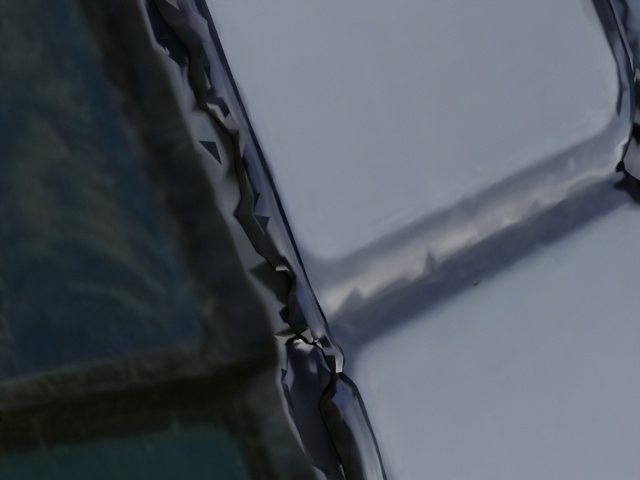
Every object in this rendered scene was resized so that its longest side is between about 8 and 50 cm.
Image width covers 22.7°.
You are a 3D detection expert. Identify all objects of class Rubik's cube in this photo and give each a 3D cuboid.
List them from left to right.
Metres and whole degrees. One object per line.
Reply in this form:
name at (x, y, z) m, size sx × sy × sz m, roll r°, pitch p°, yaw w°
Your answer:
Rubik's cube at (0.000, 0.000, 0.541) m, size 0.318 × 0.313 × 0.316 m, roll -13°, pitch -80°, yaw 49°
